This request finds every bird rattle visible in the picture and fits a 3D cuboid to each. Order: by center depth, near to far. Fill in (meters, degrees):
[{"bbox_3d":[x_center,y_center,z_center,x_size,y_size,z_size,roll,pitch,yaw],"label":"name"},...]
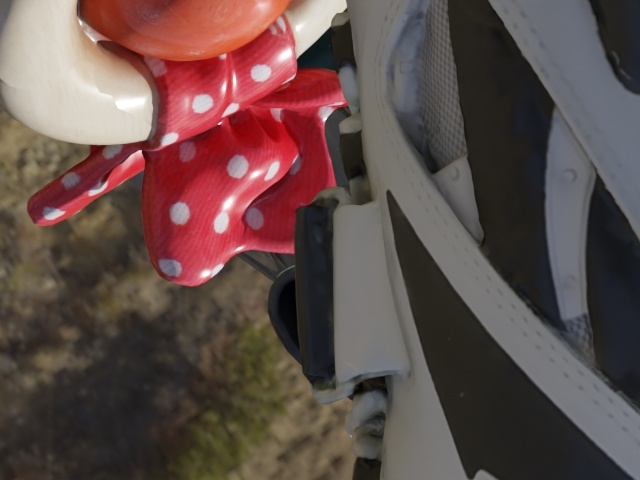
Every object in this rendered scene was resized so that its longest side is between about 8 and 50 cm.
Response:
[{"bbox_3d":[-0.033,-0.095,0.587,0.253,0.143,0.207,-42,156,26],"label":"bird rattle"}]

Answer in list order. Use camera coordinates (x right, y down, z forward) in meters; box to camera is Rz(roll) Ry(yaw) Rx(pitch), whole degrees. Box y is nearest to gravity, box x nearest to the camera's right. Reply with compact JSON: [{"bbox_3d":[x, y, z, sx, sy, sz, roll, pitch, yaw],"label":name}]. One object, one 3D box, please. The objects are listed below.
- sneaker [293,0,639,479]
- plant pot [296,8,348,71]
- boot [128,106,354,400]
[{"bbox_3d":[0.042,0.018,0.378,0.146,0.330,0.122,-40,151,19],"label":"sneaker"},{"bbox_3d":[-0.078,-0.211,0.821,0.293,0.196,0.293,-5,110,-14],"label":"plant pot"},{"bbox_3d":[0.000,0.000,1.093,0.118,0.338,0.223,-65,175,18],"label":"boot"}]
